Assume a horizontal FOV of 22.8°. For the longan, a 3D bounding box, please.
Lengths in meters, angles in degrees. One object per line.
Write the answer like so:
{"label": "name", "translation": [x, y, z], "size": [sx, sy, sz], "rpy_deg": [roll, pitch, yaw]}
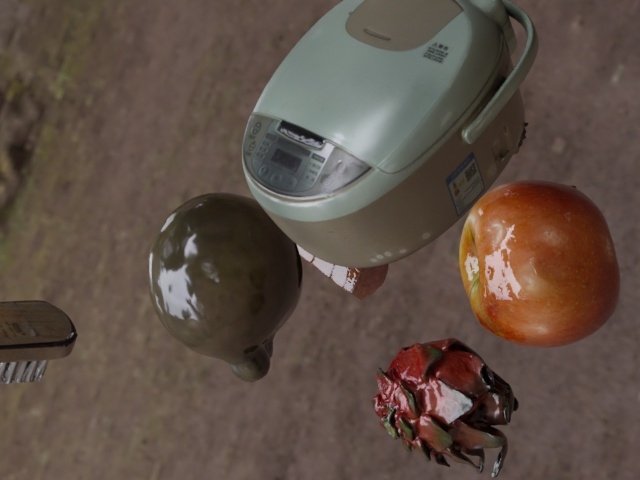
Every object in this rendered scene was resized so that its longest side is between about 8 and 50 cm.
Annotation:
{"label": "longan", "translation": [-0.095, 0.050, 1.681], "size": [0.159, 0.185, 0.204], "rpy_deg": [-20, 83, 31]}

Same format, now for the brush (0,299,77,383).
{"label": "brush", "translation": [-0.374, 0.100, 1.391], "size": [0.070, 0.327, 0.065], "rpy_deg": [55, 134, 42]}

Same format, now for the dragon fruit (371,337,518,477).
{"label": "dragon fruit", "translation": [0.119, 0.155, 1.515], "size": [0.130, 0.142, 0.121], "rpy_deg": [-16, -55, -79]}

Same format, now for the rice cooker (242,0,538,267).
{"label": "rice cooker", "translation": [0.046, -0.076, 1.006], "size": [0.206, 0.127, 0.145], "rpy_deg": [-44, 46, -20]}

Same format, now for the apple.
{"label": "apple", "translation": [0.203, 0.021, 1.455], "size": [0.163, 0.139, 0.163], "rpy_deg": [179, 90, -82]}

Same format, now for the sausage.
{"label": "sausage", "translation": [0.000, 0.000, 1.831], "size": [0.169, 0.065, 0.065], "rpy_deg": [38, 109, 32]}
